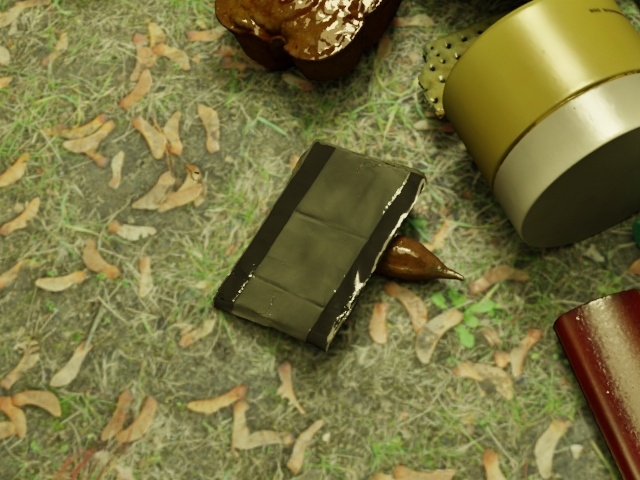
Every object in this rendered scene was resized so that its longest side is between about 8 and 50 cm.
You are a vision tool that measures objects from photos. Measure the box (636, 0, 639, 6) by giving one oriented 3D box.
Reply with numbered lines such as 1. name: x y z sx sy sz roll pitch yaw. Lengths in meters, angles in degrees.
1. box: 0.503 -0.391 1.415 0.311 0.043 0.173 -21 64 -3

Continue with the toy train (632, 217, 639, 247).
1. toy train: 0.451 -0.030 1.236 0.248 0.101 0.159 -34 53 -10

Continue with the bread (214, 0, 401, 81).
1. bread: -0.009 -0.313 1.394 0.232 0.135 0.246 27 72 18

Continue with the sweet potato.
1. sweet potato: 0.102 0.025 1.274 0.117 0.049 0.049 17 69 18

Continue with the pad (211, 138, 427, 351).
1. pad: 0.000 0.000 1.289 0.174 0.022 0.233 18 69 34

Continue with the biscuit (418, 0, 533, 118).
1. biscuit: 0.200 -0.219 1.365 0.203 0.016 0.144 -23 43 -5

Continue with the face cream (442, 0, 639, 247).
1. face cream: 0.262 -0.127 1.230 0.218 0.218 0.179 -25 64 -4

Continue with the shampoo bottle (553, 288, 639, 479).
1. shampoo bottle: 0.330 0.180 1.167 0.102 0.064 0.260 -20 65 -2
